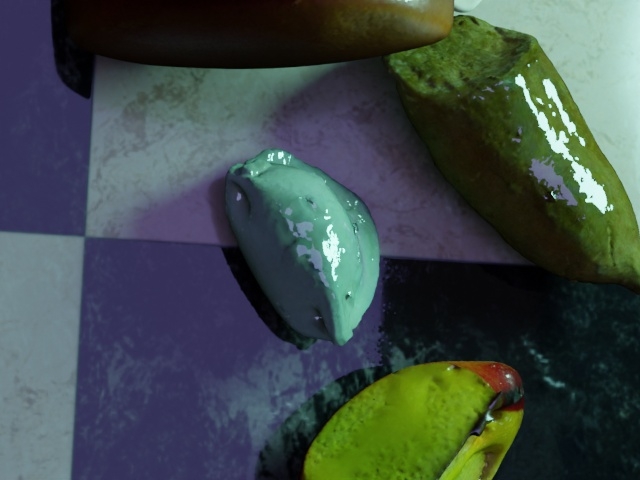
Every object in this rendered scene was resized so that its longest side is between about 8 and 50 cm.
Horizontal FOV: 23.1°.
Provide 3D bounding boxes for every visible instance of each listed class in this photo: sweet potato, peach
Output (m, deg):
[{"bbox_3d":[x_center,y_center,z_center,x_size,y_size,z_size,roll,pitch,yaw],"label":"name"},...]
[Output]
[{"bbox_3d":[0.214,-0.075,1.617,0.158,0.158,0.369,-37,100,-14],"label":"sweet potato"},{"bbox_3d":[0.083,0.216,1.547,0.154,0.158,0.267,28,66,23],"label":"peach"}]

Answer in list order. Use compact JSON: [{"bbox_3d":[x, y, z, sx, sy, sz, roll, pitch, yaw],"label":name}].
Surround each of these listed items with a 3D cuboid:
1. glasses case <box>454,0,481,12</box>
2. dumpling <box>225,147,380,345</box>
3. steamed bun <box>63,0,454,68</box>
[{"bbox_3d":[0.194,-0.406,1.617,0.144,0.076,0.336,34,97,-16],"label":"glasses case"},{"bbox_3d":[-0.003,-0.001,1.573,0.149,0.105,0.216,-25,80,-13],"label":"dumpling"},{"bbox_3d":[-0.066,-0.282,1.473,0.379,0.248,0.235,1,87,10],"label":"steamed bun"}]
